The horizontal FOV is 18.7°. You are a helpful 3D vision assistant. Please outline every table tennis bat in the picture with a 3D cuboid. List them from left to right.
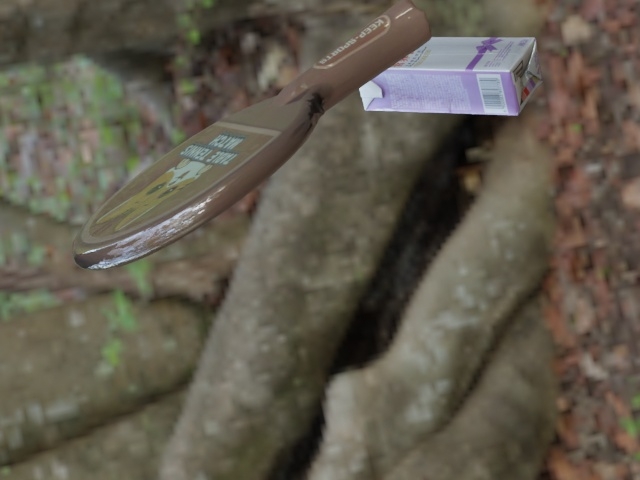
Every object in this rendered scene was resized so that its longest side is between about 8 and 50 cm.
[{"bbox_3d":[0.000,0.000,0.774,0.119,0.170,0.107,57,166,-16],"label":"table tennis bat"}]

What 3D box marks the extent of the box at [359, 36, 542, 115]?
[{"bbox_3d":[0.085,-0.110,1.293,0.117,0.050,0.036,5,125,31],"label":"box"}]
